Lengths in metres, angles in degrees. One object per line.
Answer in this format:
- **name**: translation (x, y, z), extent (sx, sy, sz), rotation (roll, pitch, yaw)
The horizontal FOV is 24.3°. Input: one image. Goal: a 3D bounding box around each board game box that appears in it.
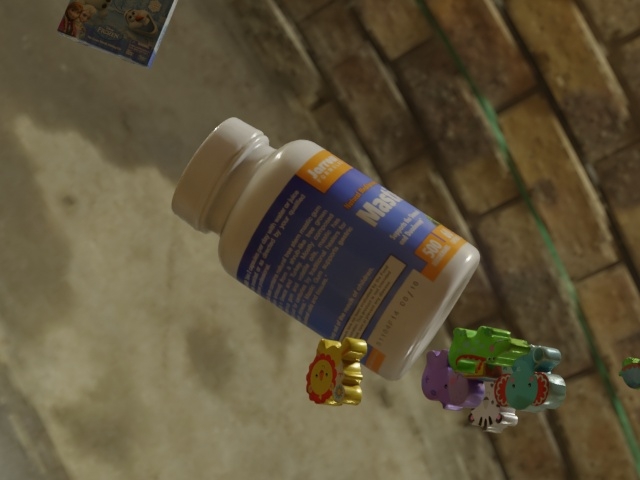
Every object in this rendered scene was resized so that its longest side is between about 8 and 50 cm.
- **board game box**: translation (-0.181, -0.214, 1.354), extent (0.020, 0.090, 0.090), rotation (93, 18, -82)

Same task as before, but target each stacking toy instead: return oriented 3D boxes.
- **stacking toy**: translation (0.118, 0.100, 1.032), extent (0.167, 0.221, 0.052), rotation (12, 77, -33)

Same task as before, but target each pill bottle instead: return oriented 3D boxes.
- **pill bottle**: translation (0.000, 0.000, 1.402), extent (0.272, 0.152, 0.152), rotation (34, 31, 9)
